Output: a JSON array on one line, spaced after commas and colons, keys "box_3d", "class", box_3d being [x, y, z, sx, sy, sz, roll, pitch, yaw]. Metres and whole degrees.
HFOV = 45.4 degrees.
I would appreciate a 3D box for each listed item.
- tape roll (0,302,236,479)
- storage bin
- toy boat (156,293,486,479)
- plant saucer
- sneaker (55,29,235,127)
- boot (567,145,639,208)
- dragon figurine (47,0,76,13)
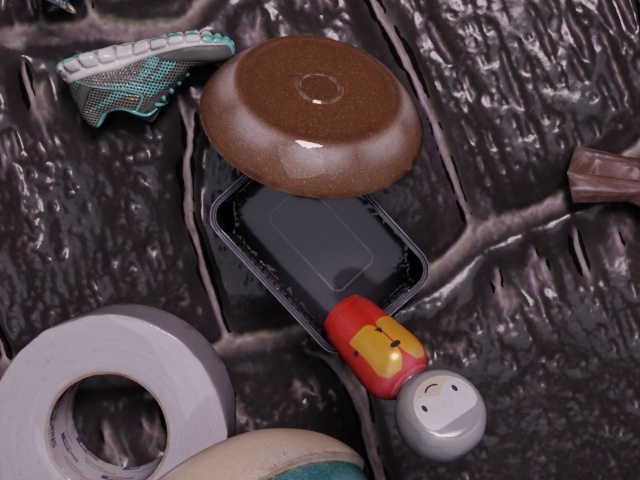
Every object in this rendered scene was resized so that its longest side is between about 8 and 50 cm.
[{"box_3d": [-0.192, 0.173, 0.725, 0.219, 0.072, 0.219, 0, 94, 1], "class": "tape roll"}, {"box_3d": [0.000, 0.000, 0.705, 0.122, 0.084, 0.180, -43, 92, 3], "class": "storage bin"}, {"box_3d": [-0.011, 0.202, 0.615, 0.148, 0.267, 0.318, 45, 107, 29], "class": "toy boat"}, {"box_3d": [-0.003, -0.120, 0.658, 0.198, 0.036, 0.199, 7, 49, -8], "class": "plant saucer"}, {"box_3d": [-0.157, -0.151, 0.719, 0.166, 0.065, 0.076, -11, 109, 5], "class": "sneaker"}, {"box_3d": [0.284, -0.033, 0.720, 0.114, 0.037, 0.107, 5, 80, -2], "class": "boot"}, {"box_3d": [-0.262, -0.306, 0.691, 0.289, 0.085, 0.144, 27, 93, -1], "class": "dragon figurine"}]
